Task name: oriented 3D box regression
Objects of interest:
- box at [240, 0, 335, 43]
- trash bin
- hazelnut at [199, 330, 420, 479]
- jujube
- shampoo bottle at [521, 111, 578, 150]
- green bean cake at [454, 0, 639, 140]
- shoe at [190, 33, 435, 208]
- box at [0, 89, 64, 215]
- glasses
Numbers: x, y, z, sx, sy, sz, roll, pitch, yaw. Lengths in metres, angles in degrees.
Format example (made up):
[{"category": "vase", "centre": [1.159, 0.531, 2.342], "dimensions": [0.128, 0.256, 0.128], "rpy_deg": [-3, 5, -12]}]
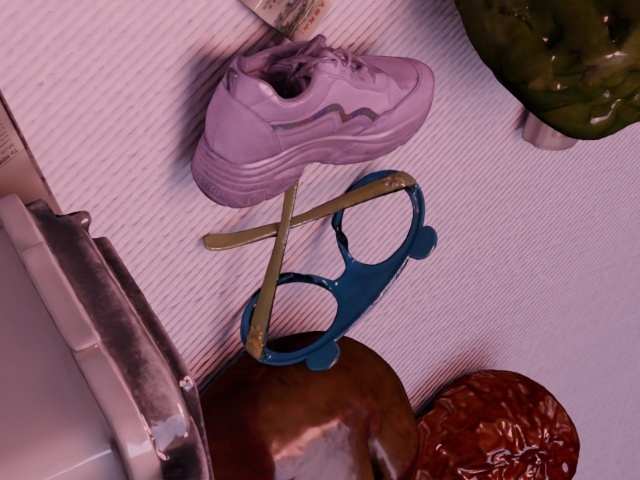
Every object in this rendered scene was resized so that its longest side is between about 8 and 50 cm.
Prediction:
[{"category": "box", "centre": [-0.026, -0.200, 1.093], "dimensions": [0.054, 0.024, 0.083], "rpy_deg": [-56, 149, 4]}, {"category": "trash bin", "centre": [-0.262, 0.178, 0.894], "dimensions": [0.367, 0.296, 0.256], "rpy_deg": [-24, 144, -18]}, {"category": "hazelnut", "centre": [-0.024, 0.203, 1.363], "dimensions": [0.251, 0.217, 0.217], "rpy_deg": [2, 120, -42]}, {"category": "jujube", "centre": [0.223, 0.282, 1.752], "dimensions": [0.232, 0.213, 0.213], "rpy_deg": [-36, 146, -27]}, {"category": "shampoo bottle", "centre": [0.295, -0.211, 1.475], "dimensions": [0.086, 0.056, 0.227], "rpy_deg": [-17, 134, -45]}, {"category": "green bean cake", "centre": [0.313, -0.239, 1.209], "dimensions": [0.335, 0.218, 0.319], "rpy_deg": [-28, 161, 27]}, {"category": "shoe", "centre": [0.003, -0.126, 1.125], "dimensions": [0.245, 0.095, 0.138], "rpy_deg": [-25, 152, -28]}, {"category": "box", "centre": [-0.262, -0.024, 0.953], "dimensions": [0.129, 0.033, 0.247], "rpy_deg": [-39, 148, -18]}, {"category": "glasses", "centre": [-0.018, -0.011, 1.270], "dimensions": [0.239, 0.102, 0.207], "rpy_deg": [-46, 121, -8]}]
